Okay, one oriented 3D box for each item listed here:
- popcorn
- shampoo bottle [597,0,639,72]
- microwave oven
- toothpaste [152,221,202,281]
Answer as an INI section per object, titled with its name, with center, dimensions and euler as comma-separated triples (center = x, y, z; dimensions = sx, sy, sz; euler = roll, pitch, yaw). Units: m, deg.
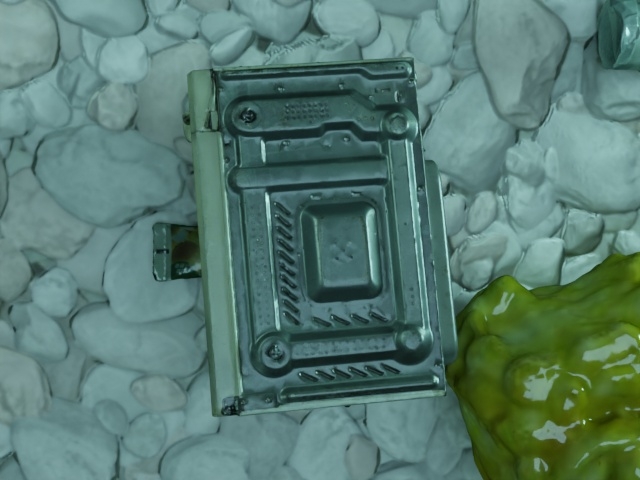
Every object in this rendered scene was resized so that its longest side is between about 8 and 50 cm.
[popcorn]
center = 0.241, 0.130, 0.794
dimensions = 0.250, 0.235, 0.242
euler = -17, 127, 13
[shampoo bottle]
center = 0.341, -0.175, 0.845
dimensions = 0.212, 0.049, 0.072
euler = -4, 104, -8
[microwave oven]
center = 0.000, 0.000, 0.747
dimensions = 0.194, 0.145, 0.241
euler = -4, 84, -4
[toothpaste]
center = -0.036, 0.009, 0.828
dimensions = 0.204, 0.031, 0.049
euler = 0, 83, -8
